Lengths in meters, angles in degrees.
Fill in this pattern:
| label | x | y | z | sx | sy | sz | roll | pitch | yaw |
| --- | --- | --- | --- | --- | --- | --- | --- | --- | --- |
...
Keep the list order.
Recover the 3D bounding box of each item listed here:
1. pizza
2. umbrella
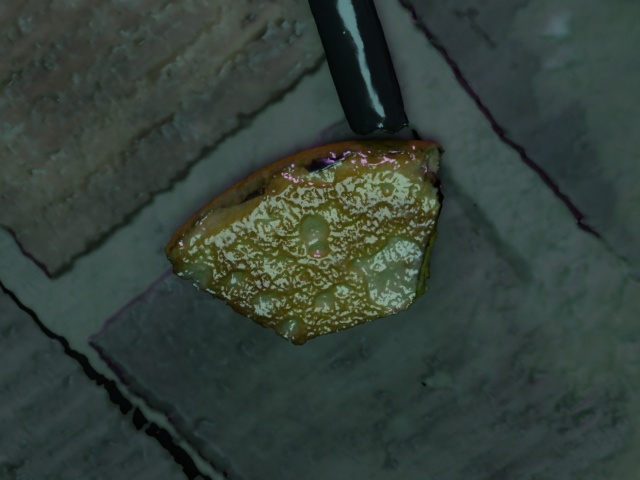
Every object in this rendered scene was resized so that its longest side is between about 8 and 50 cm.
| label | x | y | z | sx | sy | sz | roll | pitch | yaw |
| --- | --- | --- | --- | --- | --- | --- | --- | --- | --- |
| pizza | 0.000 | 0.000 | 0.915 | 0.160 | 0.036 | 0.099 | -20 | 107 | 10 |
| umbrella | 0.012 | -0.116 | 0.877 | 0.036 | 0.031 | 0.133 | -16 | 107 | 6 |
